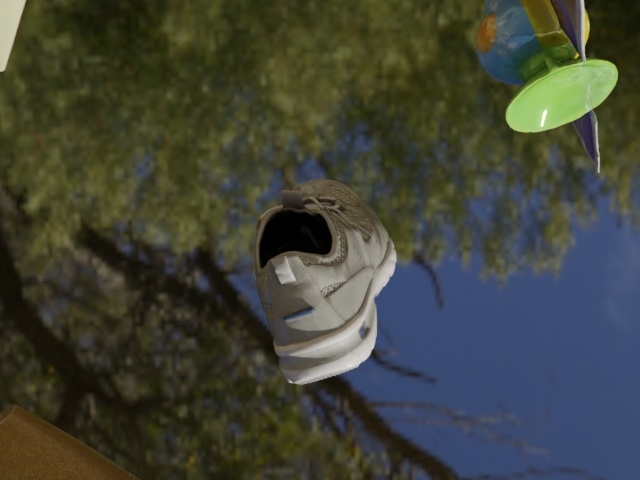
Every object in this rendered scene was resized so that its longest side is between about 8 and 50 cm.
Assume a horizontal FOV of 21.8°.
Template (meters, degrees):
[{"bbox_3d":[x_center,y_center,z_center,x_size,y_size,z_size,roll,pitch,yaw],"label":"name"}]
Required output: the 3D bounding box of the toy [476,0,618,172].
[{"bbox_3d":[0.034,-0.140,0.628,0.056,0.137,0.237,-27,-116,0],"label":"toy"}]

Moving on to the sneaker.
[{"bbox_3d":[0.000,0.000,1.337,0.105,0.115,0.281,-17,-157,5],"label":"sneaker"}]

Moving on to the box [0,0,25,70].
[{"bbox_3d":[-0.256,-0.179,0.843,0.213,0.117,0.243,1,170,-15],"label":"box"}]

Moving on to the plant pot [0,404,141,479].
[{"bbox_3d":[-0.166,0.243,1.089,0.237,0.254,0.237,-39,-173,5],"label":"plant pot"}]
